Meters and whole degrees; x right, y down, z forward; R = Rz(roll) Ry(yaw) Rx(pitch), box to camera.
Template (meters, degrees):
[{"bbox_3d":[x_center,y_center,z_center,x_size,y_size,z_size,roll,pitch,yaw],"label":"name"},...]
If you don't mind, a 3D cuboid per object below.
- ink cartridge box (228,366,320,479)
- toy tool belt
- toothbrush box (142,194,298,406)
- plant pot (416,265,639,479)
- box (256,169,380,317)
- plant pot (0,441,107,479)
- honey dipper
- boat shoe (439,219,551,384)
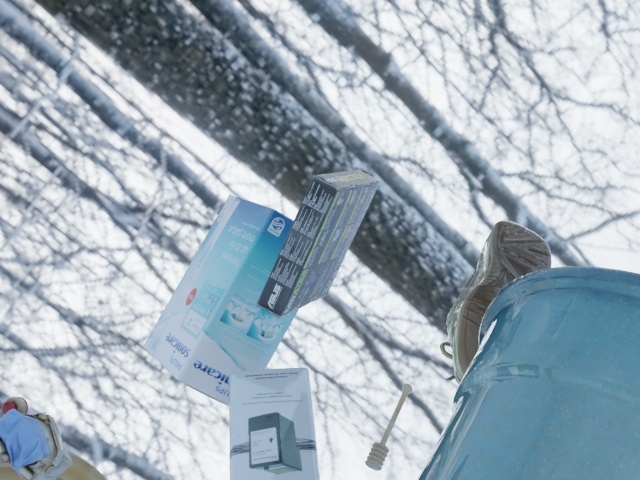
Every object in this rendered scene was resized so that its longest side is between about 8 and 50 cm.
[{"bbox_3d":[-0.061,0.348,1.416,0.121,0.211,0.289,-3,-147,-3],"label":"ink cartridge box"},{"bbox_3d":[-0.241,0.158,0.826,0.052,0.051,0.083,-46,-113,10],"label":"toy tool belt"},{"bbox_3d":[-0.135,0.092,1.630,0.295,0.126,0.216,-61,-155,-3],"label":"toothbrush box"},{"bbox_3d":[0.182,0.256,0.727,0.341,0.341,0.334,-2,-138,52],"label":"plant pot"},{"bbox_3d":[0.000,0.000,1.377,0.191,0.045,0.184,-65,163,15],"label":"box"},{"bbox_3d":[-0.329,0.300,1.080,0.236,0.236,0.032,-110,-151,-58],"label":"plant pot"},{"bbox_3d":[0.117,0.304,1.695,0.030,0.030,0.161,-13,-141,46],"label":"honey dipper"},{"bbox_3d":[0.196,0.088,1.140,0.089,0.104,0.285,-62,178,37],"label":"boat shoe"}]
